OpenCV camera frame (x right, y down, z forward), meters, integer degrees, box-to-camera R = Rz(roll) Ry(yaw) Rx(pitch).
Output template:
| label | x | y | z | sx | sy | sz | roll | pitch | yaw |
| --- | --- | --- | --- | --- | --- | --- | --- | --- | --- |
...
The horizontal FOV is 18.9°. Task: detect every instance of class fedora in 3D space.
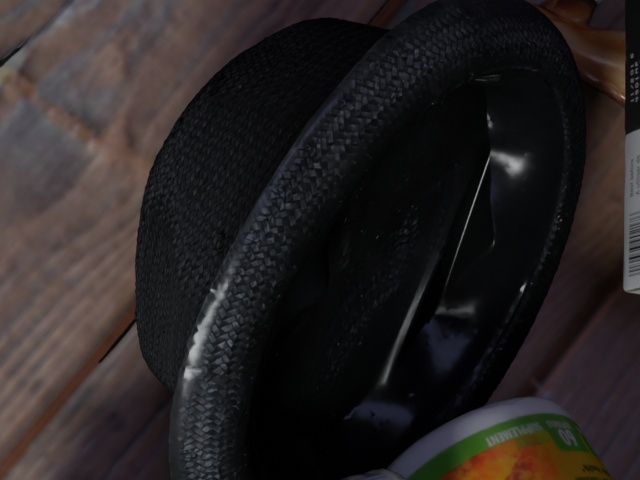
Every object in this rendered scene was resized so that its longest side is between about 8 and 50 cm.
| label | x | y | z | sx | sy | sz | roll | pitch | yaw |
| --- | --- | --- | --- | --- | --- | --- | --- | --- | --- |
| fedora | 0.000 | 0.000 | 1.058 | 0.152 | 0.334 | 0.334 | 32 | 70 | 34 |

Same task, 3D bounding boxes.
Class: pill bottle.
| label | x | y | z | sx | sy | sz | roll | pitch | yaw |
| --- | --- | --- | --- | --- | --- | --- | --- | --- | --- |
| pill bottle | 0.134 | 0.217 | 1.020 | 0.136 | 0.136 | 0.245 | -22 | 57 | -15 |

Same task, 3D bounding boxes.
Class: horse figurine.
| label | x | y | z | sx | sy | sz | roll | pitch | yaw |
| --- | --- | --- | --- | --- | --- | --- | --- | --- | --- |
| horse figurine | 0.260 | -0.071 | 1.189 | 0.174 | 0.066 | 0.263 | -25 | 81 | -22 |

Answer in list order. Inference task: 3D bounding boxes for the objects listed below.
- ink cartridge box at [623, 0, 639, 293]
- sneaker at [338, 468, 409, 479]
| label | x | y | z | sx | sy | sz | roll | pitch | yaw |
| --- | --- | --- | --- | --- | --- | --- | --- | --- | --- |
| ink cartridge box | 0.351 | -0.043 | 1.141 | 0.371 | 0.069 | 0.175 | 5 | 80 | -20 |
| sneaker | 0.012 | 0.221 | 1.015 | 0.086 | 0.237 | 0.085 | -19 | 38 | -23 |
